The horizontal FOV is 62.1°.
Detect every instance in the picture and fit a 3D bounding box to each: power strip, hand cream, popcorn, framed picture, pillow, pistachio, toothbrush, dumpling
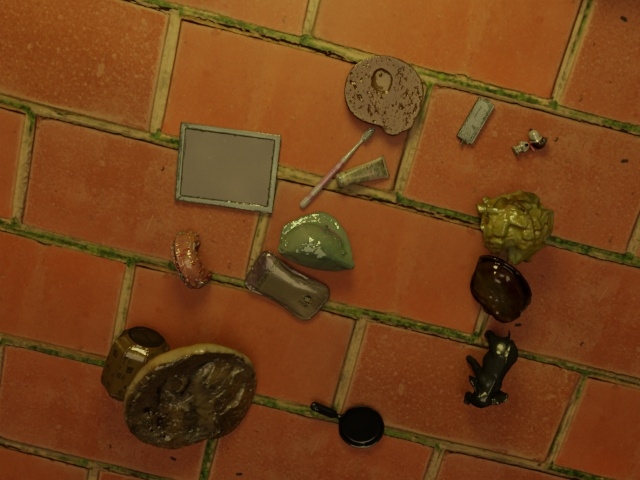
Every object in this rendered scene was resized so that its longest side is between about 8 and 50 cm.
[{"bbox_3d":[0.401,-0.307,1.388,0.050,0.019,0.136,27,101,-6],"label":"power strip"},{"bbox_3d":[0.110,-0.179,1.415,0.143,0.039,0.061,-16,94,-5],"label":"hand cream"},{"bbox_3d":[0.491,-0.044,1.364,0.187,0.186,0.167,12,126,-17],"label":"popcorn"},{"bbox_3d":[-0.249,-0.194,1.423,0.274,0.017,0.217,9,102,-1],"label":"framed picture"},{"bbox_3d":[-0.094,0.130,1.476,0.232,0.038,0.131,34,103,-8],"label":"pillow"},{"bbox_3d":[0.472,0.128,1.417,0.165,0.130,0.210,-9,115,36],"label":"pistachio"},{"bbox_3d":[0.044,-0.193,1.415,0.020,0.025,0.286,42,100,-7],"label":"toothbrush"},{"bbox_3d":[-0.002,0.006,1.415,0.216,0.105,0.149,20,101,-3],"label":"dumpling"}]

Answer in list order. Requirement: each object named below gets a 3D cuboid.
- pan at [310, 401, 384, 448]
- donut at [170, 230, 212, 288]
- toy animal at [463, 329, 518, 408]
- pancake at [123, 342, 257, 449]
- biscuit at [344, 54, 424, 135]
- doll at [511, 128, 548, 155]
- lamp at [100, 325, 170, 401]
[{"bbox_3d":[0.076,0.523,1.558,0.235,0.028,0.136,27,100,-8],"label":"pan"},{"bbox_3d":[-0.348,0.057,1.427,0.065,0.117,0.166,-20,101,10],"label":"donut"},{"bbox_3d":[0.455,0.359,1.458,0.114,0.146,0.245,12,102,-3],"label":"toy animal"},{"bbox_3d":[-0.352,0.429,1.462,0.386,0.082,0.387,-12,126,-17],"label":"pancake"},{"bbox_3d":[0.163,-0.376,1.362,0.208,0.049,0.181,22,101,-4],"label":"biscuit"},{"bbox_3d":[0.547,-0.250,1.388,0.058,0.040,0.085,45,95,5],"label":"doll"},{"bbox_3d":[-0.511,0.343,1.469,0.161,0.161,0.185,23,105,-4],"label":"lamp"}]
